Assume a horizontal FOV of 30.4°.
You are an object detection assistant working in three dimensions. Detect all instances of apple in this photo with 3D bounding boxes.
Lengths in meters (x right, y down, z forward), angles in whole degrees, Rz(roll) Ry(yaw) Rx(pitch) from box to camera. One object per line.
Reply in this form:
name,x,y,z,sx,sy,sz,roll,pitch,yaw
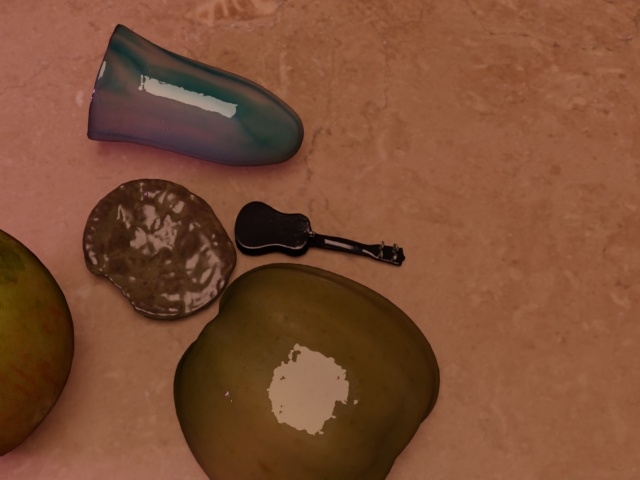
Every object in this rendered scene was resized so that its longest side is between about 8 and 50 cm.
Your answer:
apple,-0.031,0.211,1.720,0.360,0.312,0.320,35,26,8
apple,-0.507,0.134,1.601,0.339,0.339,0.339,2,68,-4

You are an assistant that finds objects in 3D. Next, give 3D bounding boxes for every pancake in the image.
pancake,-0.247,0.013,1.809,0.236,0.042,0.222,23,63,2

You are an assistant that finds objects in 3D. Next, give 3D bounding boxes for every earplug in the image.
earplug,-0.182,-0.204,1.838,0.324,0.185,0.185,15,68,-3

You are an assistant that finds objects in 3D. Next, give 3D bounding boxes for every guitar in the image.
guitar,0.001,-0.001,1.834,0.271,0.038,0.084,10,69,0
